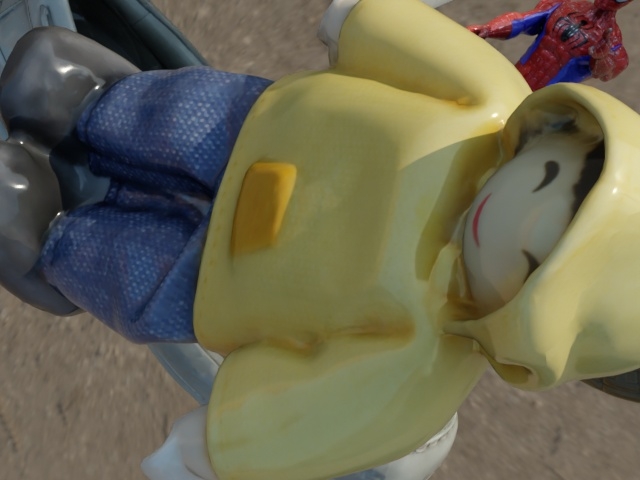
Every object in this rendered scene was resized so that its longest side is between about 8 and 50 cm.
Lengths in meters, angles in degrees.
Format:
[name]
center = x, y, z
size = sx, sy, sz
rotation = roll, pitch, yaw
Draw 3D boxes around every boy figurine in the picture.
[boy figurine]
center = 0.000, 0.000, 0.498
size = 0.092, 0.285, 0.177
rotation = 36, 74, -42

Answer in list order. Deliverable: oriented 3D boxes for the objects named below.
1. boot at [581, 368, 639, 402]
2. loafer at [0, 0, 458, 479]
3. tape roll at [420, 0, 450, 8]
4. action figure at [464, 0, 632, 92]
[boot]
center = 0.290, 0.043, 1.150
size = 0.262, 0.203, 0.095
rotation = 10, 112, 28
[loafer]
center = -0.050, -0.013, 0.774
size = 0.319, 0.112, 0.111
rotation = 45, 131, 11
[tape roll]
center = 0.103, -0.264, 0.645
size = 0.072, 0.392, 0.392
rotation = 41, 90, 17
[action figure]
center = 0.122, -0.093, 1.130
size = 0.091, 0.139, 0.280
rotation = 44, 98, 19
